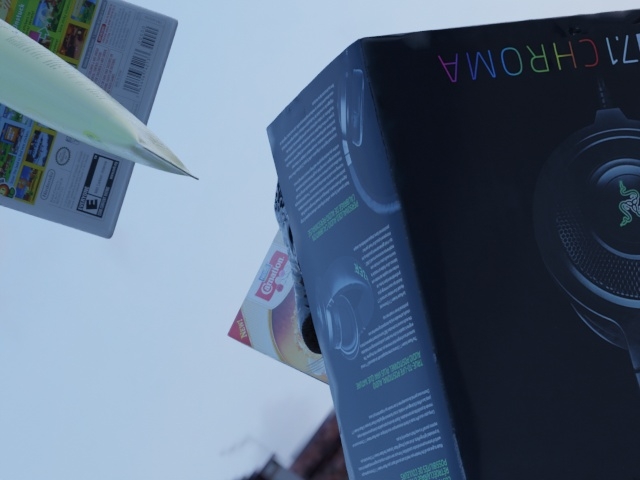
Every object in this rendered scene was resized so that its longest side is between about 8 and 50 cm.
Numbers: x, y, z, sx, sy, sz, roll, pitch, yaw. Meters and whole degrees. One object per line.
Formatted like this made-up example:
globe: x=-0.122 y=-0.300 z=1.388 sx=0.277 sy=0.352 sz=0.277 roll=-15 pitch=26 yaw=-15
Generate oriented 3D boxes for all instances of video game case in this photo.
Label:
video game case: x=-0.266 y=-0.139 z=1.636 sx=0.026 sy=0.206 sz=0.227 roll=174 pitch=113 yaw=-76

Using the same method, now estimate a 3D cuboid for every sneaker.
sneaker: x=-0.003 y=0.001 z=1.224 sx=0.051 sy=0.089 sz=0.170 roll=-12 pitch=-39 yaw=-4

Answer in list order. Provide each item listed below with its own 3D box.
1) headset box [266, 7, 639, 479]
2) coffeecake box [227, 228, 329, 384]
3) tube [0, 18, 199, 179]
headset box: x=0.134 y=0.044 z=0.826 sx=0.246 sy=0.283 sz=0.131 roll=-8 pitch=-12 yaw=-22
coffeecake box: x=0.027 y=0.067 z=1.605 sx=0.142 sy=0.185 sz=0.068 roll=-65 pitch=-30 yaw=-6
tube: x=-0.204 y=-0.111 z=1.313 sx=0.070 sy=0.240 sz=0.062 roll=-34 pitch=-35 yaw=-43
